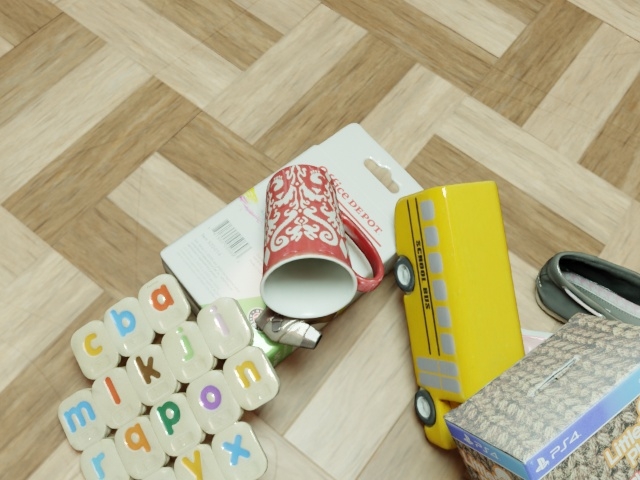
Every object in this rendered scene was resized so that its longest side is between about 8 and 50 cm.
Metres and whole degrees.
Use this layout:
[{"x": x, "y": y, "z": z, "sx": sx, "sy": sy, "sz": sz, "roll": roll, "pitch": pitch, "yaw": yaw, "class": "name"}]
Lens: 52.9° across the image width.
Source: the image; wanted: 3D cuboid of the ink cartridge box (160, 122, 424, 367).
[{"x": -0.023, "y": 0.009, "z": 0.927, "sx": 0.353, "sy": 0.119, "sz": 0.207, "roll": -37, "pitch": 74, "yaw": -19, "class": "ink cartridge box"}]

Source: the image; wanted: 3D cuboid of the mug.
[{"x": -0.009, "y": 0.004, "z": 0.801, "sx": 0.113, "sy": 0.150, "sz": 0.169, "roll": -32, "pitch": 41, "yaw": 25, "class": "mug"}]

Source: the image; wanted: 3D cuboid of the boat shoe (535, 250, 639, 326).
[{"x": 0.468, "y": 0.114, "z": 0.902, "sx": 0.335, "sy": 0.095, "sz": 0.112, "roll": 25, "pitch": 63, "yaw": 19, "class": "boat shoe"}]

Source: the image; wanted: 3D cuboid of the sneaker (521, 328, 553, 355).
[{"x": 0.296, "y": 0.164, "z": 0.920, "sx": 0.134, "sy": 0.051, "sz": 0.070, "roll": 12, "pitch": 65, "yaw": 5, "class": "sneaker"}]

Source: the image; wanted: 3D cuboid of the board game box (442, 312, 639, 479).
[{"x": 0.319, "y": 0.274, "z": 0.743, "sx": 0.232, "sy": 0.141, "sz": 0.291, "roll": -32, "pitch": 105, "yaw": -18, "class": "board game box"}]

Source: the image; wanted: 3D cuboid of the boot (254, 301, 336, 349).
[{"x": -0.024, "y": 0.080, "z": 0.810, "sx": 0.087, "sy": 0.042, "sz": 0.118, "roll": 27, "pitch": 60, "yaw": 14, "class": "boot"}]

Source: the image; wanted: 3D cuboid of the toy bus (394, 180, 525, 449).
[{"x": 0.184, "y": 0.099, "z": 0.838, "sx": 0.108, "sy": 0.130, "sz": 0.333, "roll": -7, "pitch": 87, "yaw": -25, "class": "toy bus"}]

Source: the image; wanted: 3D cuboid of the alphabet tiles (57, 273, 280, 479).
[{"x": -0.193, "y": 0.199, "z": 0.804, "sx": 0.284, "sy": 0.021, "sz": 0.278, "roll": -33, "pitch": 77, "yaw": 9, "class": "alphabet tiles"}]
